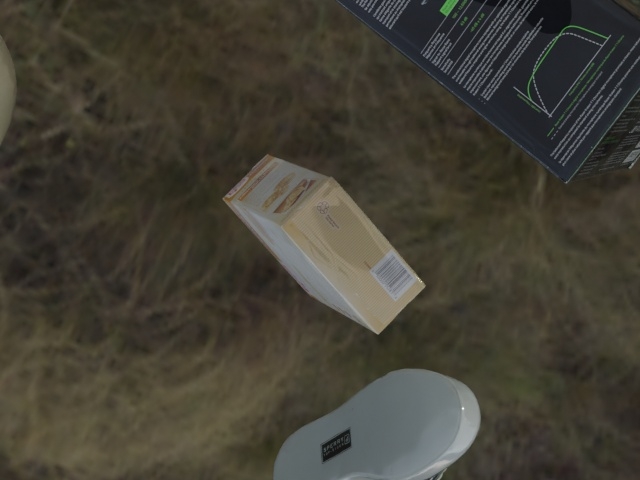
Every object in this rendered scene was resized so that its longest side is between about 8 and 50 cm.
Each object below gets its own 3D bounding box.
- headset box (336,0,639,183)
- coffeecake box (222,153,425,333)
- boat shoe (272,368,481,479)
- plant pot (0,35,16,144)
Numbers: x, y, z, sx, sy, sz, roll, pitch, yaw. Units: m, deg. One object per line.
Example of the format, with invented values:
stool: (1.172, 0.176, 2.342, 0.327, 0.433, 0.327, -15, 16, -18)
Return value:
headset box: (0.152, -0.185, 1.374, 0.283, 0.246, 0.131, 40, 107, 14)
coffeecake box: (0.000, 0.000, 1.628, 0.068, 0.185, 0.142, -45, 111, -8)
boat shoe: (0.052, 0.145, 1.218, 0.070, 0.078, 0.219, 13, 156, -31)
plant pot: (-0.436, -0.088, 1.688, 0.256, 0.274, 0.256, -3, 124, -4)
